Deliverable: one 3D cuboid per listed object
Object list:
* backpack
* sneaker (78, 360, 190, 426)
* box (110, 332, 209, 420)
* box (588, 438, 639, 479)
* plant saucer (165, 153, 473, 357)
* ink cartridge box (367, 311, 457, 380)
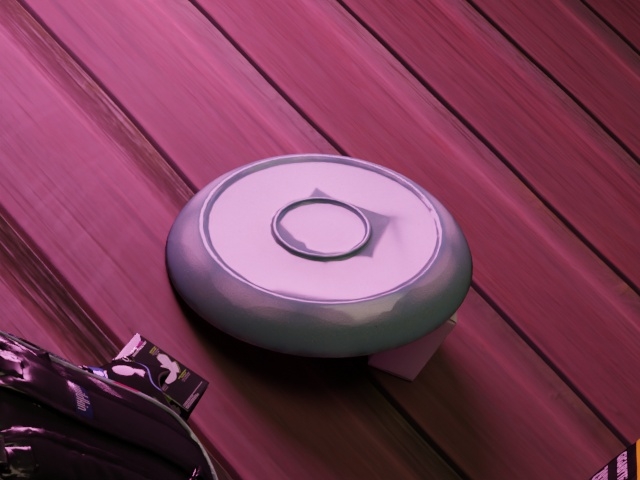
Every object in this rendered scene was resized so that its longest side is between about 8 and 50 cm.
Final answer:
[{"bbox_3d":[-0.193,0.204,1.375,0.253,0.191,0.225,23,34,-35],"label":"backpack"},{"bbox_3d":[-0.143,0.205,1.566,0.090,0.081,0.232,-2,61,-29],"label":"sneaker"},{"bbox_3d":[-0.156,0.139,1.682,0.083,0.062,0.052,35,34,3],"label":"box"},{"bbox_3d":[0.366,0.355,1.679,0.322,0.079,0.257,50,11,-1],"label":"box"},{"bbox_3d":[0.000,0.000,1.891,0.318,0.043,0.317,2,38,-2],"label":"plant saucer"},{"bbox_3d":[0.097,0.066,1.940,0.056,0.099,0.135,24,36,-15],"label":"ink cartridge box"}]
